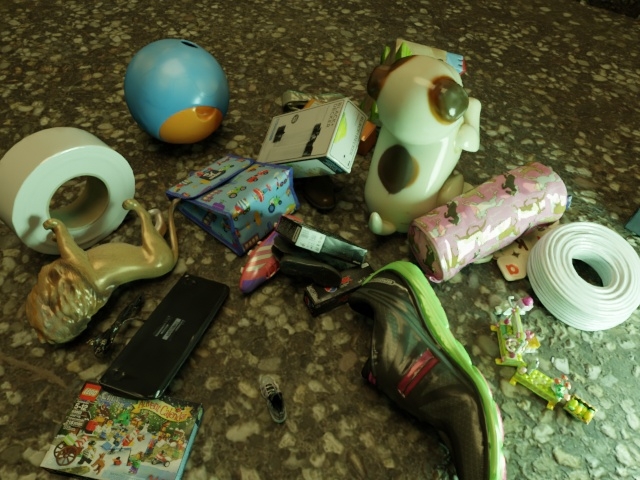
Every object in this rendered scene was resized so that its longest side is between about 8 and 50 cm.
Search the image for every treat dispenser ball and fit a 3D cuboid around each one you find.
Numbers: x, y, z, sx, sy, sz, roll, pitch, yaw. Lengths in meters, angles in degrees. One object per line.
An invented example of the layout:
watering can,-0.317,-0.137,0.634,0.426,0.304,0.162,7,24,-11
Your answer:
treat dispenser ball,-0.406,-0.420,1.332,0.289,0.288,0.288,2,50,-2

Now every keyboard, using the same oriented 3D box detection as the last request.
keyboard,-0.344,0.182,0.979,0.202,0.033,0.317,15,41,12

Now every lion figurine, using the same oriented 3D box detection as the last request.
lion figurine,-0.450,0.050,1.036,0.392,0.142,0.240,-24,77,-29

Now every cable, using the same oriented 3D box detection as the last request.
cable,0.624,0.078,1.096,0.257,0.089,0.257,-10,62,-13

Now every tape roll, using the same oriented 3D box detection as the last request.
tape roll,-0.576,-0.109,1.070,0.100,0.286,0.286,34,56,23

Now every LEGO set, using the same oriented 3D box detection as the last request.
LEGO set,0.447,0.235,0.959,0.132,0.107,0.287,-11,52,-13

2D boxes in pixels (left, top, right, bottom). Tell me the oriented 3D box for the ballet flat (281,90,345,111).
ballet flat,-0.022,-0.443,1.531,0.213,0.072,0.068,6,78,3

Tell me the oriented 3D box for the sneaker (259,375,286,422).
sneaker,-0.090,0.295,0.901,0.038,0.069,0.098,-20,55,-20

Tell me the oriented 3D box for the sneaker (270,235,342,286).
sneaker,-0.032,0.046,1.047,0.170,0.051,0.089,16,29,-4

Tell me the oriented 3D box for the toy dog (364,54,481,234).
toy dog,0.220,-0.245,1.135,0.395,0.407,0.285,-34,52,-28

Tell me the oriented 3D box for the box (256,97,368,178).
box,-0.030,-0.257,1.221,0.290,0.087,0.169,4,69,47

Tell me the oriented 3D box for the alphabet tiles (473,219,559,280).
alphabet tiles,0.504,-0.018,1.227,0.284,0.021,0.277,-8,53,-10

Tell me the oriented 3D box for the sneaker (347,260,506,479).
sneaker,0.192,0.266,0.904,0.202,0.185,0.482,-24,50,0

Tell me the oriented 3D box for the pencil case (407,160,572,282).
pencil case,0.396,-0.044,1.121,0.386,0.160,0.167,-25,61,-11

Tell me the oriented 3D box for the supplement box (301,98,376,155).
supplement box,0.054,-0.350,1.435,0.234,0.078,0.080,30,69,20

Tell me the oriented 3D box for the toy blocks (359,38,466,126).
toy blocks,0.292,-0.432,1.378,0.261,0.381,0.190,10,73,-10

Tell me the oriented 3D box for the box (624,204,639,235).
box,1.151,-0.103,1.161,0.480,0.297,0.472,-33,58,-27

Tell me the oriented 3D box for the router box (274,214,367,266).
router box,0.000,0.000,1.075,0.179,0.046,0.133,20,5,-28

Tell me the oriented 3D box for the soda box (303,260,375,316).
soda box,0.047,0.111,1.068,0.169,0.060,0.053,-20,56,-20

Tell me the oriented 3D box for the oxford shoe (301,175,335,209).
oxford shoe,-0.013,-0.179,1.283,0.083,0.096,0.227,-11,54,-15

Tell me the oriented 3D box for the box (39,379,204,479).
box,-0.351,0.357,0.849,0.233,0.044,0.159,9,50,4

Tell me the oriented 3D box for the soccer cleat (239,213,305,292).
soccer cleat,-0.104,0.034,1.114,0.095,0.083,0.248,25,50,10

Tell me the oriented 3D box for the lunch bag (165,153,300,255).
lunch bag,-0.240,-0.124,1.223,0.293,0.138,0.221,26,53,32
